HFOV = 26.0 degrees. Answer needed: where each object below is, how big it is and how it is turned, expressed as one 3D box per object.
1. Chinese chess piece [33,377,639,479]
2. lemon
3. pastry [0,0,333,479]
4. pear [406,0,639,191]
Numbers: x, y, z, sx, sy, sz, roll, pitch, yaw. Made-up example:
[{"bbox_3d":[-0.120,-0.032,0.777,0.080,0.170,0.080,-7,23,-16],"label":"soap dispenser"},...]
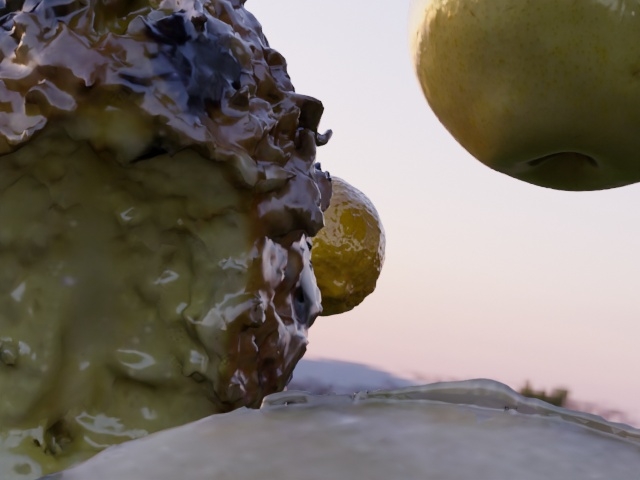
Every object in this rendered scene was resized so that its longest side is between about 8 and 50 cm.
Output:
[{"bbox_3d":[0.026,0.172,0.432,0.338,0.140,0.338,-1,20,0],"label":"Chinese chess piece"},{"bbox_3d":[0.000,0.000,1.483,0.142,0.142,0.187,11,30,-16],"label":"lemon"},{"bbox_3d":[-0.140,0.003,0.917,0.292,0.405,0.337,1,19,-7],"label":"pastry"},{"bbox_3d":[0.234,-0.196,1.345,0.309,0.309,0.309,9,-7,1],"label":"pear"}]
